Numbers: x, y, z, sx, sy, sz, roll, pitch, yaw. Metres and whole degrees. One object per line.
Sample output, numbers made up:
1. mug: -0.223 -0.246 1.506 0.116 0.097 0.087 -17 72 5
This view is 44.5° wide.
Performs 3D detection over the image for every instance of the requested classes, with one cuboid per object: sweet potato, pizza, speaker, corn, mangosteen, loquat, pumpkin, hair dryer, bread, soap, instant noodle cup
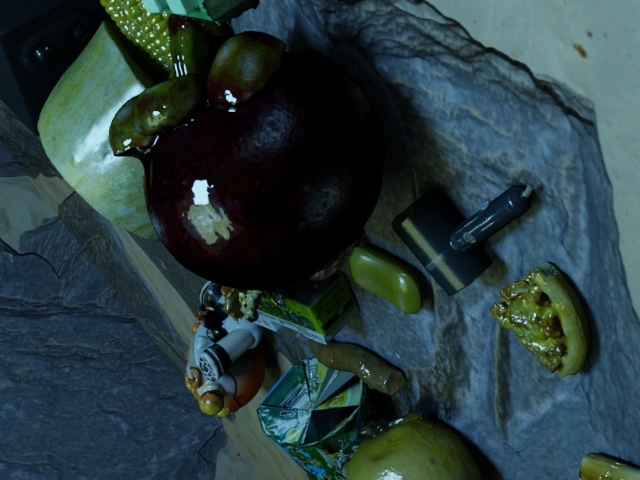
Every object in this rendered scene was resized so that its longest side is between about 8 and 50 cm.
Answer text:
1. sweet potato: 0.043 0.221 1.486 0.281 0.059 0.067 15 129 51
2. pizza: -0.112 0.049 1.247 0.073 0.288 0.251 15 140 0
3. speaker: -0.427 -0.345 1.276 0.184 0.254 0.232 42 154 21
4. corn: -0.218 -0.314 1.115 0.130 0.130 0.347 6 135 57
5. mangosteen: -0.089 -0.109 0.943 0.347 0.307 0.306 48 158 -21
6. loquat: 0.158 0.416 1.369 0.244 0.244 0.244 39 153 24
7. pumpkin: -0.284 -0.155 1.212 0.332 0.199 0.332 52 -177 -4
8. hair dryer: 0.178 -0.023 0.920 0.124 0.071 0.219 51 149 1
9. bread: 0.393 0.322 1.032 0.106 0.053 0.072 7 134 50
10. soap: 0.100 0.058 1.177 0.140 0.045 0.089 29 151 36
11. instant noodle cup: 0.022 0.365 1.541 0.240 0.240 0.178 18 145 50
12. pizza: 0.264 0.099 0.952 0.134 0.046 0.175 9 133 56

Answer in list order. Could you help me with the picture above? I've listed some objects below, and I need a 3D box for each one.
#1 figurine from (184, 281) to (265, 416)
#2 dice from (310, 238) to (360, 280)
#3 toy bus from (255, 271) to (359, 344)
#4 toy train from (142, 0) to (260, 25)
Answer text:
1. figurine: -0.226 0.280 1.870 0.323 0.195 0.320 101 169 -50
2. dice: 0.000 0.000 1.211 0.091 0.094 0.093 43 156 15
3. toy bus: -0.061 0.103 1.448 0.301 0.113 0.139 13 140 52
4. toy train: -0.127 -0.367 0.809 0.159 0.188 0.272 26 147 46
